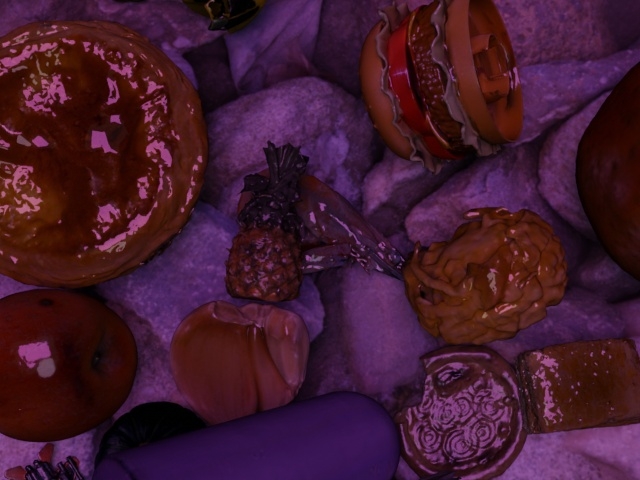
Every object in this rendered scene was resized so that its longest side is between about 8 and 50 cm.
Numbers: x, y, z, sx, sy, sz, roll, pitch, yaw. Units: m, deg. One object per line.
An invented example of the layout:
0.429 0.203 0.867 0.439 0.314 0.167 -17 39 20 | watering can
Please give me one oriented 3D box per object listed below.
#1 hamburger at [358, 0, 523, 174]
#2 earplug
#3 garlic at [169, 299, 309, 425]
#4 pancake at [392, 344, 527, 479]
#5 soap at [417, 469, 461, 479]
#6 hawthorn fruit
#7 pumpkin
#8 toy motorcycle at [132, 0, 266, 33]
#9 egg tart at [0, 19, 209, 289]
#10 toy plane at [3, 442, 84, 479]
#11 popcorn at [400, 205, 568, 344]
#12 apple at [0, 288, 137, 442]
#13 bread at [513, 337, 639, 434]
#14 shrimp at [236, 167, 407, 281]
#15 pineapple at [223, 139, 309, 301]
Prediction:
0.173 -0.241 1.439 0.212 0.274 0.274 -11 81 28 | hamburger
-0.078 0.341 1.340 0.456 0.215 0.215 -13 80 -36 | earplug
-0.127 0.193 1.471 0.217 0.110 0.228 9 111 8 | garlic
0.225 0.279 1.488 0.212 0.029 0.235 19 86 4 | pancake
0.033 0.429 1.407 0.257 0.159 0.302 24 89 9 | soap
0.577 -0.099 1.340 0.402 0.403 0.403 0 83 3 | hawthorn fruit
-0.252 0.339 1.446 0.194 0.150 0.194 -1 83 5 | pumpkin
-0.216 -0.439 1.552 0.342 0.142 0.206 10 45 5 | toy motorcycle
-0.389 -0.136 1.502 0.443 0.178 0.443 0 82 1 | egg tart
-0.414 0.422 1.490 0.130 0.061 0.189 -33 85 -31 | toy plane
0.254 0.050 1.419 0.250 0.250 0.190 -20 99 1 | popcorn
-0.400 0.183 1.421 0.253 0.253 0.254 0 83 3 | apple
0.402 0.222 1.438 0.196 0.102 0.138 -3 81 -6 | bread
0.000 0.000 1.524 0.317 0.062 0.164 33 93 10 | shrimp
-0.077 -0.028 1.457 0.128 0.128 0.248 7 87 4 | pineapple
